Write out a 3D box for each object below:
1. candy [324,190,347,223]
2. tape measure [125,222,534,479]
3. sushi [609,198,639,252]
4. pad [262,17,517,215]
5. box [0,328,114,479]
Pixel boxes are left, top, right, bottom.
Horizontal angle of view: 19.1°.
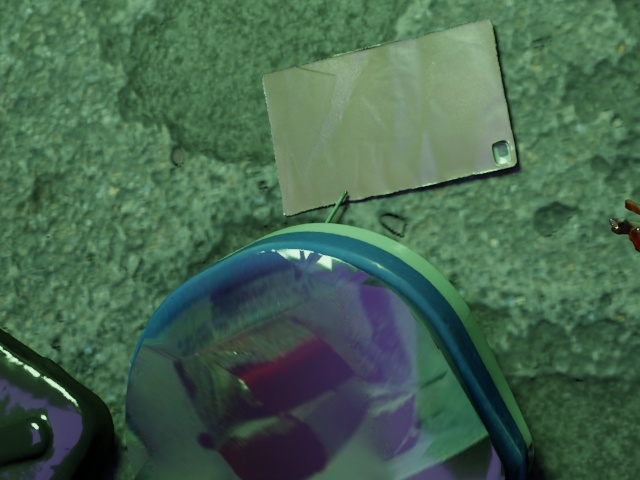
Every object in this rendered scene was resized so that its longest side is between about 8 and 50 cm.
[{"bbox_3d":[0.000,0.000,1.421,0.025,0.023,0.083,33,92,26],"label":"candy"},{"bbox_3d":[-0.006,0.124,1.340,0.259,0.138,0.262,-27,85,15],"label":"tape measure"},{"bbox_3d":[0.347,0.041,1.233,0.332,0.124,0.130,10,100,20],"label":"sushi"},{"bbox_3d":[0.049,-0.091,1.416,0.187,0.006,0.113,-12,83,21],"label":"pad"},{"bbox_3d":[-0.335,0.183,1.503,0.290,0.073,0.289,32,98,19],"label":"box"}]
